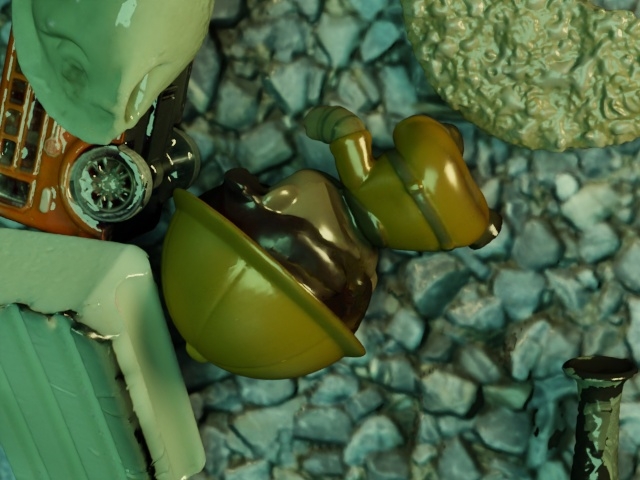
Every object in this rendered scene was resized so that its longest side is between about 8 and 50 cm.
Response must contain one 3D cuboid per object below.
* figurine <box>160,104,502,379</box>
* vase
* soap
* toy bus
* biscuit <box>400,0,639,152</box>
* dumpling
[{"bbox_3d":[0.000,0.003,1.225,0.257,0.167,0.192,-30,117,17],"label":"figurine"},{"bbox_3d":[0.210,0.174,1.253,0.059,0.059,0.167,4,100,16],"label":"vase"},{"bbox_3d":[-0.186,0.111,1.280,0.150,0.094,0.261,11,138,21],"label":"soap"},{"bbox_3d":[-0.158,-0.166,1.259,0.153,0.143,0.329,17,105,12],"label":"toy bus"},{"bbox_3d":[0.159,-0.136,1.227,0.250,0.032,0.133,26,107,10],"label":"biscuit"},{"bbox_3d":[-0.135,-0.174,1.136,0.152,0.108,0.219,19,88,52],"label":"dumpling"}]
